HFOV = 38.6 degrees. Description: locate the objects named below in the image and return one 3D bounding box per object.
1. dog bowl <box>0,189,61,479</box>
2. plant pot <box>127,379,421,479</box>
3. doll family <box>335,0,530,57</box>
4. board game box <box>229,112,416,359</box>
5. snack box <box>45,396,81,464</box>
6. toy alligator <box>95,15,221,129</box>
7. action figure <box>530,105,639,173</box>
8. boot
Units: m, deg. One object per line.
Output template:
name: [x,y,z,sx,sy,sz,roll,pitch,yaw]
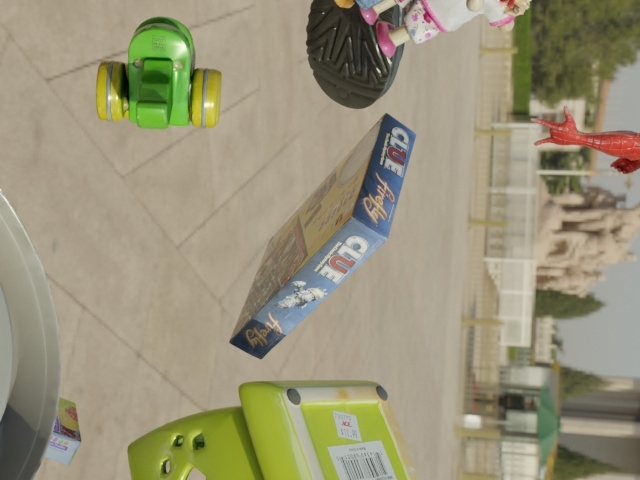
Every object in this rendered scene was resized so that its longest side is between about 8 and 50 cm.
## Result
dog bowl: [-0.353,0.074,0.716,0.349,0.102,0.349,-15,90,-71]
plant pot: [-0.026,0.262,0.911,0.228,0.207,0.227,10,50,-47]
doll family: [0.061,-0.240,0.611,0.263,0.163,0.118,58,27,-18]
board game box: [0.000,0.000,0.944,0.243,0.042,0.165,-46,-163,43]
snack box: [-0.358,0.206,1.086,0.037,0.141,0.100,-59,-154,6]
toy alligator: [-0.080,-0.088,0.478,0.190,0.056,0.051,-114,-151,-79]
action figure: [0.251,-0.019,0.704,0.091,0.139,0.280,-33,124,-40]
boot: [0.115,-0.365,1.212,0.260,0.131,0.348,-40,150,-44]
